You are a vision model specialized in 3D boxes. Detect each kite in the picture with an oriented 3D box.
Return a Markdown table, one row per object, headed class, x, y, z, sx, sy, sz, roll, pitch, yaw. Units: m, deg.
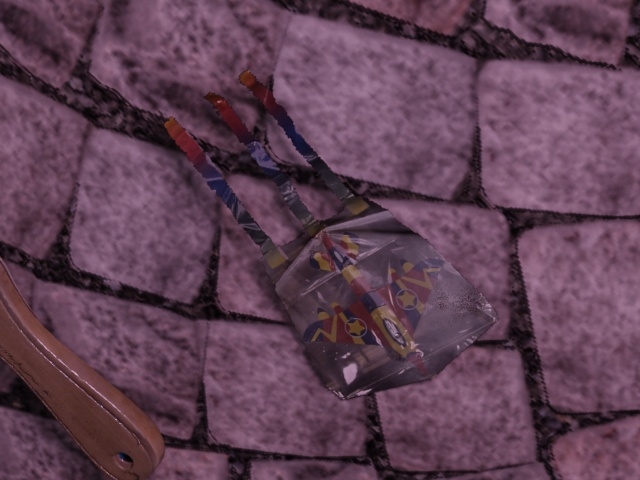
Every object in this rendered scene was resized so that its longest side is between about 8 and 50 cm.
| class | x | y | z | sx | sy | sz | roll | pitch | yaw |
| --- | --- | --- | --- | --- | --- | --- | --- | --- | --- |
| kite | 0.000 | -0.001 | 1.013 | 0.141 | 0.015 | 0.245 | -31 | 106 | 27 |

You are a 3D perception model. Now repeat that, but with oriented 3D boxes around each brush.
| class | x | y | z | sx | sy | sz | roll | pitch | yaw |
| --- | --- | --- | --- | --- | --- | --- | --- | --- | --- |
| brush | -0.238 | 0.058 | 1.094 | 0.070 | 0.065 | 0.327 | -38 | 101 | 27 |
